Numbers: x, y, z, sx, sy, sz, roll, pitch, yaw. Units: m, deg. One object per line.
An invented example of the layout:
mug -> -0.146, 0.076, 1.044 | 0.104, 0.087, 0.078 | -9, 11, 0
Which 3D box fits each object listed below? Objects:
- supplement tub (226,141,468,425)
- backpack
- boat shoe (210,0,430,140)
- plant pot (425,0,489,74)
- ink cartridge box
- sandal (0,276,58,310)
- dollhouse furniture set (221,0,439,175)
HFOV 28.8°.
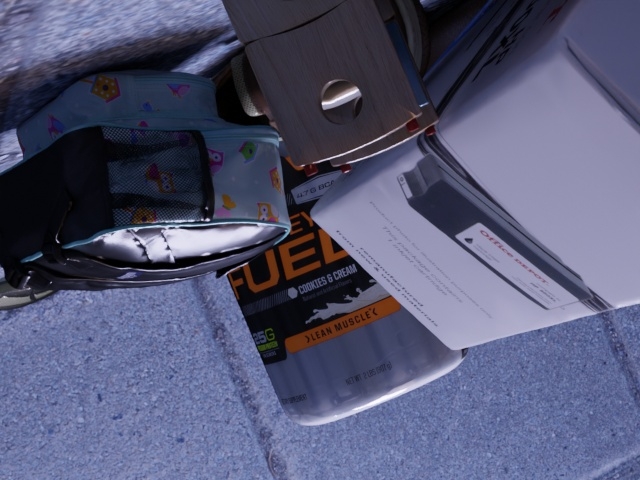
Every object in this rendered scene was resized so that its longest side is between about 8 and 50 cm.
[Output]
supplement tub -> 0.000, 0.000, 1.192 | 0.193, 0.316, 0.193 | -23, 179, 0
backpack -> -0.119, -0.037, 0.880 | 0.188, 0.144, 0.166 | 6, 161, -35
boat shoe -> -0.018, -0.115, 0.926 | 0.095, 0.095, 0.257 | -15, 176, -30
plant pot -> 0.203, -0.164, 1.136 | 0.215, 0.215, 0.230 | -23, 164, -42
ink cartridge box -> 0.189, -0.103, 0.802 | 0.285, 0.166, 0.395 | -50, -173, -20
sandal -> -0.281, -0.014, 1.459 | 0.303, 0.086, 0.120 | -41, -175, -36
dollhouse furniture set -> 0.058, -0.126, 0.618 | 0.183, 0.129, 0.129 | -23, 180, 10
